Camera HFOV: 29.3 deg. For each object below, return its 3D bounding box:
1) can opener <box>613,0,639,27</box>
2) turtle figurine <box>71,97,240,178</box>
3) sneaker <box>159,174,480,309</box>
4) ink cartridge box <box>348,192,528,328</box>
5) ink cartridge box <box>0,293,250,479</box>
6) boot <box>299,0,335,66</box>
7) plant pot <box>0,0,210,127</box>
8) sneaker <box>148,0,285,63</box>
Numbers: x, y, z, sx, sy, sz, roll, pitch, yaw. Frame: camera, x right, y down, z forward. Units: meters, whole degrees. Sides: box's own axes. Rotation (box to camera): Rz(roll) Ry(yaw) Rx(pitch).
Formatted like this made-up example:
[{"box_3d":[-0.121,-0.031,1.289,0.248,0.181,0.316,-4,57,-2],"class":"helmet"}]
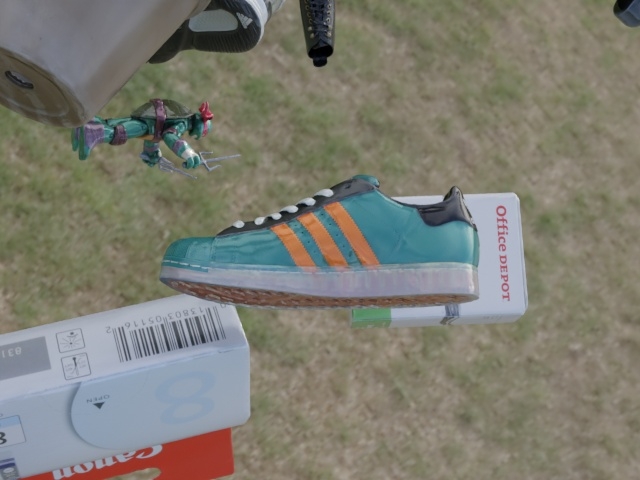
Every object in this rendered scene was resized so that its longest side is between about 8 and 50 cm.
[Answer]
[{"box_3d":[0.396,-0.354,1.284,0.093,0.280,0.074,33,20,-26],"class":"can opener"},{"box_3d":[-0.247,-0.155,1.828,0.234,0.175,0.118,0,89,-20],"class":"turtle figurine"},{"box_3d":[0.000,0.000,1.160,0.302,0.108,0.121,1,77,-8],"class":"sneaker"},{"box_3d":[0.144,0.028,1.565,0.219,0.092,0.160,-1,78,-1],"class":"ink cartridge box"},{"box_3d":[-0.233,0.225,1.330,0.308,0.385,0.091,-13,51,-13],"class":"ink cartridge box"},{"box_3d":[-0.001,-0.338,1.672,0.077,0.198,0.137,-5,73,5],"class":"boot"},{"box_3d":[-0.307,-0.304,1.496,0.323,0.323,0.280,30,68,-18],"class":"plant pot"},{"box_3d":[-0.206,-0.430,1.998,0.257,0.447,0.169,-54,136,-30],"class":"sneaker"}]
